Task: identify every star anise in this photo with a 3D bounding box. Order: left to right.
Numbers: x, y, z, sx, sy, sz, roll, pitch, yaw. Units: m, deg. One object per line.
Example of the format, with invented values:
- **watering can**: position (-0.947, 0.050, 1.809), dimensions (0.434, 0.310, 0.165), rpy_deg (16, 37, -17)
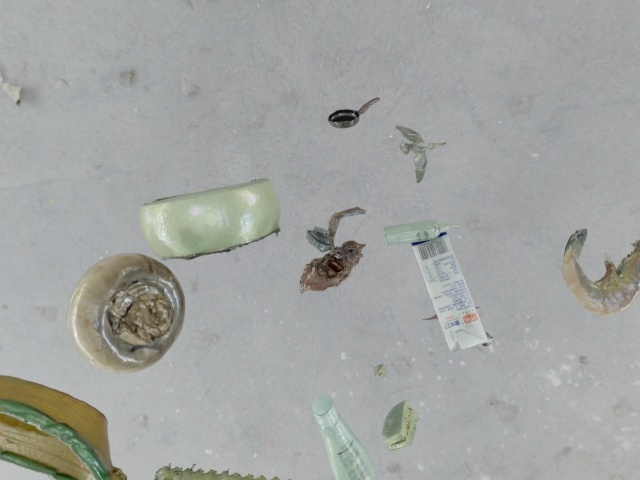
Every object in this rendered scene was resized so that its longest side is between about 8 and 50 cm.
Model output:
- **star anise**: position (0.060, 0.039, 1.426), dimensions (0.148, 0.237, 0.346), rpy_deg (25, 77, 9)

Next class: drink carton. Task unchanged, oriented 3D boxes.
- **drink carton**: position (0.356, 0.140, 1.222), dimensions (0.107, 0.131, 0.314), rpy_deg (-21, 77, 13)

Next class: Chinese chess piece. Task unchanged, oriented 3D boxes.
- **Chinese chess piece**: position (-0.274, -0.059, 1.127), dimensions (0.350, 0.349, 0.146), rpy_deg (-10, 101, 5)

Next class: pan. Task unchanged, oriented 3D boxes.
- **pan**: position (0.125, -0.455, 1.575), dimensions (0.212, 0.115, 0.040), rpy_deg (-30, 134, -14)

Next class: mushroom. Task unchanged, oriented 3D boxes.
- **mushroom**: position (-0.350, 0.133, 0.830), dimensions (0.178, 0.226, 0.226), rpy_deg (-14, 101, 33)

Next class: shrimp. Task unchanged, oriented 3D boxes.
- **shrimp**: position (0.521, 0.028, 0.787), dimensions (0.219, 0.046, 0.152), rpy_deg (-40, 80, -8)

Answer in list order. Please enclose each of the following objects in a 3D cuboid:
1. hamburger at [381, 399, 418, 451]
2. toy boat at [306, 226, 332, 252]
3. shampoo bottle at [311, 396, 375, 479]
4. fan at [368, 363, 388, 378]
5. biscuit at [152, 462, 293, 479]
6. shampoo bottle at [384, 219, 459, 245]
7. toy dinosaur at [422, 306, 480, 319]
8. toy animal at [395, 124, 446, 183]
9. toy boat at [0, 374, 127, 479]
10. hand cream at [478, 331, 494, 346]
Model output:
- **hamburger**: position (0.182, 0.449, 1.051), dimensions (0.054, 0.121, 0.084), rpy_deg (44, 122, -10)
- **toy boat**: position (0.000, 0.000, 1.257), dimensions (0.055, 0.141, 0.060), rpy_deg (13, 102, -19)
- **shampoo bottle**: position (0.034, 0.330, 0.709), dimensions (0.069, 0.041, 0.190), rpy_deg (-31, 117, -18)
- **fan**: position (0.229, 0.521, 1.757), dimensions (0.080, 0.003, 0.060), rpy_deg (3, 97, -5)
- **biscuit**: position (-0.124, 0.268, 0.387), dimensions (0.204, 0.144, 0.016), rpy_deg (-6, 126, 23)
- **shampoo bottle**: position (0.270, -0.026, 1.177), dimensions (0.195, 0.056, 0.056), rpy_deg (-10, 101, 13)
- **toy dinosaur**: position (0.467, 0.260, 1.575), dimensions (0.221, 0.108, 0.032), rpy_deg (-14, 106, -3)
- **toy animal**: position (0.348, -0.311, 1.484), dimensions (0.156, 0.095, 0.218), rpy_deg (-13, 84, 15)
- **toy boat**: position (-0.267, 0.182, 0.391), dimensions (0.230, 0.088, 0.088), rpy_deg (25, 124, -16)
- **hand cream**: position (0.585, 0.361, 1.674), dimensions (0.050, 0.257, 0.083), rpy_deg (-16, 90, -5)
